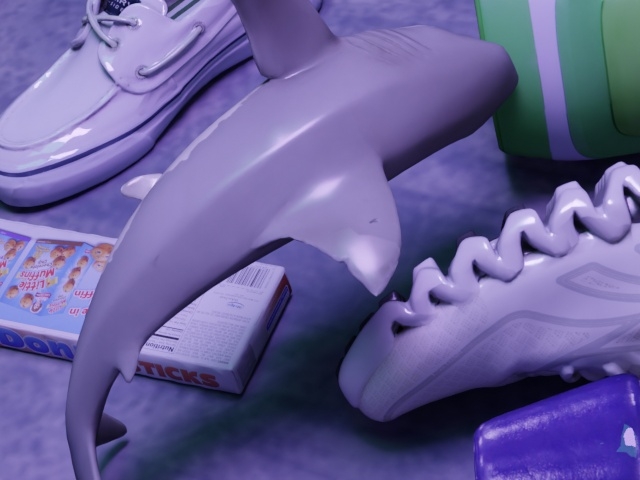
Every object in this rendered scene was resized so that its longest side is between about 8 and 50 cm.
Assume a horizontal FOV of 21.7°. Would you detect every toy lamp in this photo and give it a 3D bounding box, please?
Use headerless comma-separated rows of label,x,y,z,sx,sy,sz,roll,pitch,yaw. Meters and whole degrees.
toy lamp,0.197,0.081,0.636,0.275,0.080,0.080,-8,46,10

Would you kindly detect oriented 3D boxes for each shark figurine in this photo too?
shark figurine,-0.023,0.011,0.660,0.278,0.166,0.116,-48,55,-1

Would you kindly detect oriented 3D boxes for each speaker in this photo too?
speaker,0.223,-0.116,0.778,0.297,0.131,0.131,-8,46,8

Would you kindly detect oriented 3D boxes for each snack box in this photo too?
snack box,-0.107,0.028,0.810,0.178,0.022,0.064,9,53,23

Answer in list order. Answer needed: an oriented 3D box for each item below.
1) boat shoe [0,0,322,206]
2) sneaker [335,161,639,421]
boat shoe,-0.098,-0.112,0.901,0.226,0.075,0.083,-41,50,-22
sneaker,0.146,0.020,0.694,0.292,0.110,0.118,-25,86,9
